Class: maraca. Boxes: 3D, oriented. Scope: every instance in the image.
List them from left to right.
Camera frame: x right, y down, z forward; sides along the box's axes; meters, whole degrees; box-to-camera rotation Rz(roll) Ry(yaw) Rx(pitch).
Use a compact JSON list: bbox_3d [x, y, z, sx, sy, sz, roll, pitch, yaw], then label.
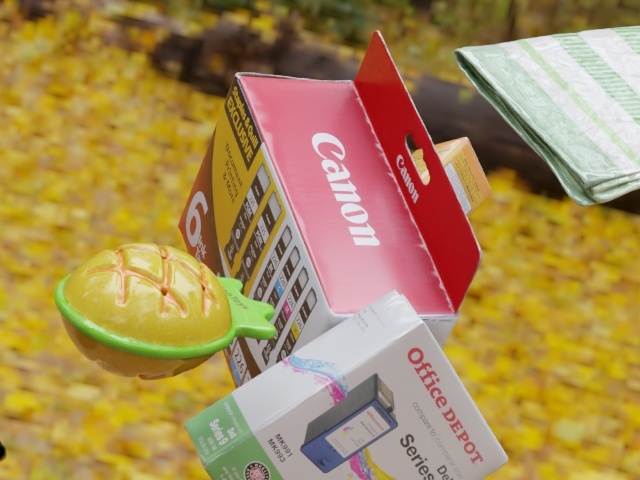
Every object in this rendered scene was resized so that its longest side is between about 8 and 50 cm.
[{"bbox_3d":[-0.116,0.051,1.494,0.186,0.099,0.127,-5,36,-45],"label":"maraca"}]

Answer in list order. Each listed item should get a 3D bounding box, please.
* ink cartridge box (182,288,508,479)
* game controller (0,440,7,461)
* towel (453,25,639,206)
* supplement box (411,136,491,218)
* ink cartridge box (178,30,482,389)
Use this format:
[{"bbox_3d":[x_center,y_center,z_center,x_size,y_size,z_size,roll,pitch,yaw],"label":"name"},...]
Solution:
[{"bbox_3d":[0.021,0.164,1.604,0.212,0.154,0.093,-33,22,-4],"label":"ink cartridge box"},{"bbox_3d":[-0.386,0.192,1.415,0.319,0.067,0.166,-15,6,-37],"label":"game controller"},{"bbox_3d":[0.333,-0.139,2.050,0.325,0.038,0.248,-11,46,-30],"label":"towel"},{"bbox_3d":[0.100,-0.030,2.161,0.078,0.080,0.233,-14,20,34],"label":"supplement box"},{"bbox_3d":[0.000,0.000,1.778,0.130,0.272,0.309,1,44,-25],"label":"ink cartridge box"}]
